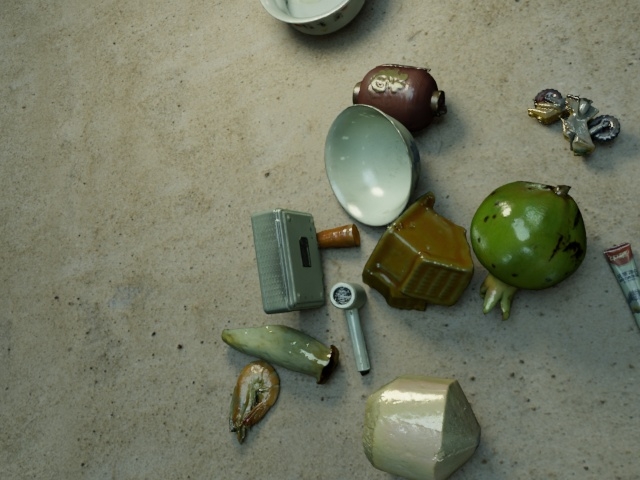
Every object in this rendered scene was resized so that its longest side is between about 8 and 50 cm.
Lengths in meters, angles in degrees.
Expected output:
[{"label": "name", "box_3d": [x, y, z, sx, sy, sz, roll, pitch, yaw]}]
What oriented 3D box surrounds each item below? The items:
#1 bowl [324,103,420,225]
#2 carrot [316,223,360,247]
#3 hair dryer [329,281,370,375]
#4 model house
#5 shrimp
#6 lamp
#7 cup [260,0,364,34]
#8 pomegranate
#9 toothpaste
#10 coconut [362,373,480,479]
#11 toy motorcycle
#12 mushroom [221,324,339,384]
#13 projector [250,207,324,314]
[{"label": "bowl", "box_3d": [0.165, -0.204, 1.755, 0.313, 0.146, 0.314, 24, 123, 44]}, {"label": "carrot", "box_3d": [0.000, 0.000, 1.820, 0.209, 0.061, 0.061, -9, 69, 21]}, {"label": "hair dryer", "box_3d": [0.081, 0.221, 1.687, 0.073, 0.131, 0.237, -11, 83, 13]}, {"label": "model house", "box_3d": [0.251, 0.064, 1.652, 0.239, 0.173, 0.268, 41, 132, 21]}, {"label": "shrimp", "box_3d": [-0.175, 0.416, 1.744, 0.115, 0.051, 0.217, 11, 74, 21]}, {"label": "lamp", "box_3d": [0.212, -0.382, 1.802, 0.257, 0.180, 0.180, 10, 76, 24]}, {"label": "cup", "box_3d": [0.000, -0.753, 2.010, 0.346, 0.163, 0.348, -6, 71, 18]}, {"label": "pomegranate", "box_3d": [0.463, 0.022, 1.546, 0.260, 0.260, 0.341, 24, 106, 25]}, {"label": "toothpaste", "box_3d": [0.711, 0.119, 1.529, 0.062, 0.039, 0.239, -21, 64, 20]}, {"label": "coconut", "box_3d": [0.232, 0.417, 1.501, 0.244, 0.239, 0.239, 3, 73, 23]}, {"label": "toy motorcycle", "box_3d": [0.613, -0.290, 1.671, 0.229, 0.094, 0.130, 37, 89, 31]}, {"label": "mushroom", "box_3d": [-0.104, 0.272, 1.748, 0.333, 0.087, 0.107, 17, 80, 26]}, {"label": "projector", "box_3d": [-0.075, 0.051, 1.721, 0.099, 0.192, 0.257, -12, 82, 25]}]
